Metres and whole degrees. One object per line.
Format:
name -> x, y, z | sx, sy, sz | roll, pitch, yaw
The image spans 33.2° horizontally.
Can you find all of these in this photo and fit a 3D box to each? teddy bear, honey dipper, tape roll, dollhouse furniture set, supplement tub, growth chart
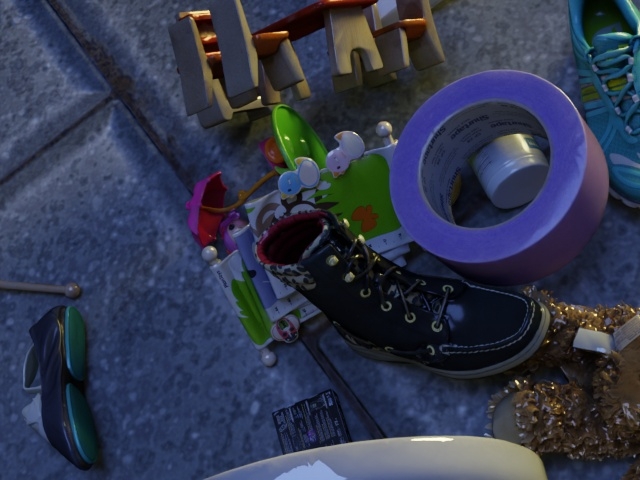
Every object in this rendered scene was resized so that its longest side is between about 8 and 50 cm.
teddy bear -> 0.301, 0.118, 0.930 | 0.338, 0.113, 0.245 | -21, 51, 18
honey dipper -> -0.350, 0.054, 1.241 | 0.160, 0.030, 0.030 | 5, 65, 19
tape roll -> 0.165, -0.057, 0.998 | 0.189, 0.080, 0.189 | -10, 67, 25
dollhouse furniture set -> -0.047, -0.214, 1.135 | 0.259, 0.262, 0.135 | -13, 92, 51
supplement tub -> 0.183, -0.094, 1.094 | 0.071, 0.071, 0.107 | -28, 57, 5
growth chart -> 0.000, 0.000, 1.070 | 0.237, 0.172, 0.021 | -34, 26, -1

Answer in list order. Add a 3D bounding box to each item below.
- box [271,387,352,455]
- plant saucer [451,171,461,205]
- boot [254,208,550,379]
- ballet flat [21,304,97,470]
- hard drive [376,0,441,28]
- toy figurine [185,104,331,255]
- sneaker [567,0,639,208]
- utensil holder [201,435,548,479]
box -> -0.005, 0.194, 1.041 | 0.067, 0.018, 0.083 | -24, 58, 7
plant saucer -> 0.109, -0.054, 1.133 | 0.083, 0.015, 0.083 | -9, 60, 17
boot -> 0.067, 0.046, 0.964 | 0.236, 0.178, 0.085 | -1, 57, 44
ballet flat -> -0.279, 0.160, 1.133 | 0.074, 0.074, 0.203 | -23, 52, 8
hard drive -> 0.099, -0.439, 1.297 | 0.233, 0.047, 0.353 | -35, 57, 17
toy figurine -> -0.065, -0.032, 1.150 | 0.159, 0.130, 0.173 | -30, 81, 19
sneaker -> 0.295, -0.151, 1.057 | 0.107, 0.110, 0.275 | -22, 58, 17
utensil holder -> 0.048, 0.373, 0.749 | 0.327, 0.327, 0.385 | -18, 60, 11
